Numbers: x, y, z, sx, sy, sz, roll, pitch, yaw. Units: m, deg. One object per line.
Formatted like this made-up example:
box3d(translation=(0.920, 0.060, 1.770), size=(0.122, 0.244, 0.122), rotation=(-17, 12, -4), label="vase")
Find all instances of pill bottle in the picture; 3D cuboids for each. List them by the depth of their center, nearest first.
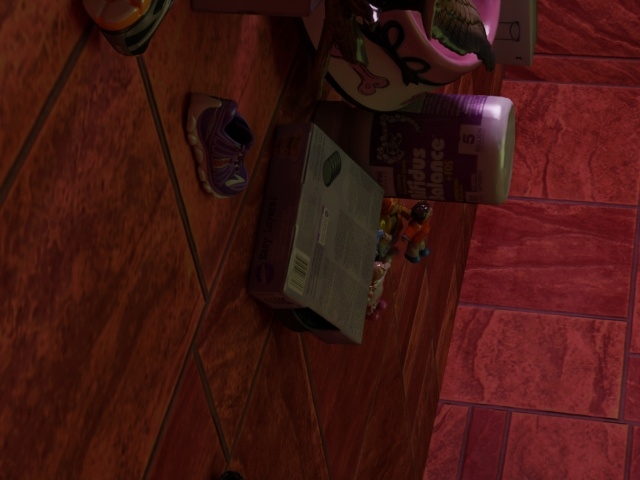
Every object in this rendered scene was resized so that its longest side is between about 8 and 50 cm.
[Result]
box3d(translation=(0.143, -0.146, 2.075), size=(0.169, 0.301, 0.169), rotation=(4, 90, -76), label="pill bottle")

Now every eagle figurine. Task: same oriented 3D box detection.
box3d(translation=(0.119, -0.305, 1.507), size=(0.225, 0.298, 0.226), rotation=(62, -36, 15), label="eagle figurine")

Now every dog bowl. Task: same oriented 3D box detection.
box3d(translation=(0.116, -0.392, 1.891), size=(0.408, 0.150, 0.408), rotation=(16, 70, -53), label="dog bowl")

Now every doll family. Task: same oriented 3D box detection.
box3d(translation=(0.106, 0.010, 2.450), size=(0.263, 0.118, 0.163), rotation=(-51, 155, -35), label="doll family")

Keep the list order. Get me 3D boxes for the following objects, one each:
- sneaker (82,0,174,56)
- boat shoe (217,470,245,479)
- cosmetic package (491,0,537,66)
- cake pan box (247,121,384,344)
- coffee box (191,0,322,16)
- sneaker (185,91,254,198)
box3d(translation=(-0.162, -0.267, 1.260), size=(0.083, 0.084, 0.215), rotation=(79, 30, -58), label="sneaker")
box3d(translation=(-0.121, 0.387, 1.696), size=(0.083, 0.065, 0.183), rotation=(72, 20, -55), label="boat shoe")
box3d(translation=(0.246, -0.487, 2.420), size=(0.377, 0.284, 0.097), rotation=(77, 22, -51), label="cosmetic package")
box3d(translation=(0.000, 0.000, 1.912), size=(0.246, 0.070, 0.267), rotation=(35, 59, -54), label="cake pan box")
box3d(translation=(-0.048, -0.343, 1.560), size=(0.246, 0.141, 0.098), rotation=(-59, 152, -60), label="coffee box")
box3d(translation=(-0.107, -0.104, 1.550), size=(0.170, 0.071, 0.068), rotation=(73, 25, -58), label="sneaker")
